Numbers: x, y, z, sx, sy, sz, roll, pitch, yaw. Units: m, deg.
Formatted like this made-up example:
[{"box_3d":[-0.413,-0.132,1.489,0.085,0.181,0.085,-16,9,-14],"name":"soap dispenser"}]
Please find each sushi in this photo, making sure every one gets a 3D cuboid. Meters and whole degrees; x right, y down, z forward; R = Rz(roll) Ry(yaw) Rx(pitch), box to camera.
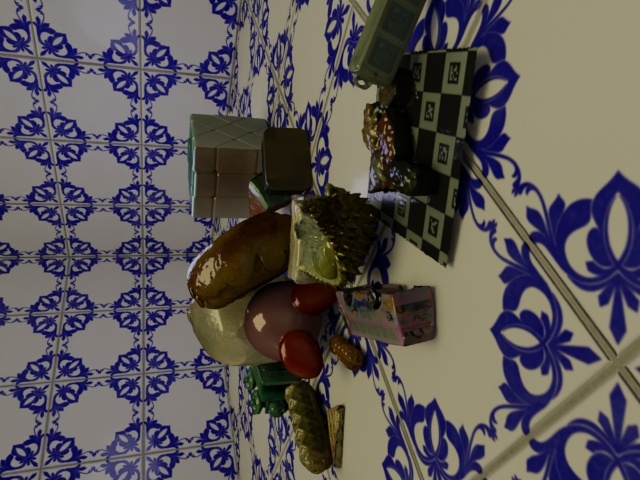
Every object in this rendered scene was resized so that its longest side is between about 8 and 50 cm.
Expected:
[{"box_3d":[0.137,-0.170,0.900,0.359,0.064,0.343,-133,43,-64],"name":"sushi"}]

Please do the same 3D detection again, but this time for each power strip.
[{"box_3d":[0.129,-0.392,0.838,0.272,0.078,0.052,-67,27,9],"name":"power strip"}]

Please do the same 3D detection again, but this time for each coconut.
[{"box_3d":[-0.244,0.238,1.577,0.346,0.360,0.346,178,90,-72],"name":"coconut"}]

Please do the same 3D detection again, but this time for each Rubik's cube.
[{"box_3d":[-0.364,-0.298,1.964,0.322,0.318,0.316,-115,30,-51],"name":"Rubik's cube"}]

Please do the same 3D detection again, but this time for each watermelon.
[{"box_3d":[-0.173,-0.152,1.700,0.140,0.193,0.257,54,149,6],"name":"watermelon"}]

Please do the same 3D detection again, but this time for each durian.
[{"box_3d":[0.028,-0.013,1.014,0.172,0.166,0.306,-62,-18,-20],"name":"durian"}]

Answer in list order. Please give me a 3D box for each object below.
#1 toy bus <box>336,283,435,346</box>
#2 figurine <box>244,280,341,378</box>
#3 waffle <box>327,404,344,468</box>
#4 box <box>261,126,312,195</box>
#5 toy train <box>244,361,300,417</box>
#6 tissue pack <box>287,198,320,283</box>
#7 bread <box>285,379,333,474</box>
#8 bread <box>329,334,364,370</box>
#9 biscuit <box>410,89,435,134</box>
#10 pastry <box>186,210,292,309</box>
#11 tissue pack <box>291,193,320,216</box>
[{"box_3d":[0.118,0.138,0.963,0.274,0.090,0.112,165,95,-71],"name":"toy bus"},{"box_3d":[-0.096,0.212,1.316,0.261,0.211,0.270,148,139,-71],"name":"figurine"},{"box_3d":[0.047,0.507,1.261,0.097,0.023,0.153,127,140,-61],"name":"waffle"},{"box_3d":[-0.110,-0.240,1.514,0.090,0.144,0.201,144,122,-70],"name":"box"},{"box_3d":[-0.178,0.485,1.713,0.266,0.145,0.202,-125,42,-58],"name":"toy train"},{"box_3d":[0.000,0.000,1.199,0.092,0.148,0.196,-146,58,-62],"name":"tissue pack"},{"box_3d":[-0.032,0.520,1.364,0.098,0.087,0.269,61,-176,-39],"name":"bread"},{"box_3d":[0.061,0.271,1.185,0.157,0.044,0.052,-162,69,-70],"name":"bread"},{"box_3d":[0.186,-0.226,0.868,0.046,0.016,0.089,109,153,-48],"name":"biscuit"},{"box_3d":[-0.195,0.057,1.315,0.164,0.356,0.356,55,153,6],"name":"pastry"},{"box_3d":[-0.045,-0.060,1.449,0.115,0.065,0.155,-162,74,-66],"name":"tissue pack"}]
